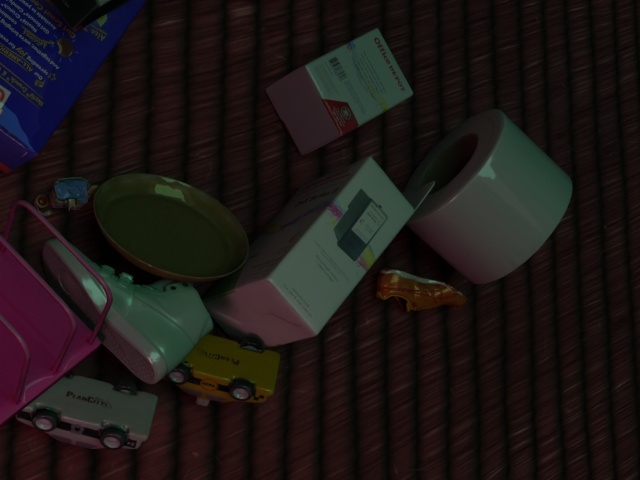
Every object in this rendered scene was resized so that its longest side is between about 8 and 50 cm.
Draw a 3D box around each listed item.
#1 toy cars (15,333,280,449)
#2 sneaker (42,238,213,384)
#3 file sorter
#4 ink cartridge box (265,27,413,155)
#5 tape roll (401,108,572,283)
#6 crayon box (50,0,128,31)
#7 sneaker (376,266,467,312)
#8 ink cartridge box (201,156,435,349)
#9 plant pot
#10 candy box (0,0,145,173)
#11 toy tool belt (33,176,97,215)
[{"bbox_3d":[-0.242,0.217,1.897,0.394,0.087,0.176,-16,52,-34],"label":"toy cars"},{"bbox_3d":[-0.268,0.073,1.897,0.256,0.094,0.151,45,51,10],"label":"sneaker"},{"bbox_3d":[-0.437,0.113,1.709,0.202,0.182,0.291,45,56,7],"label":"file sorter"},{"bbox_3d":[0.032,-0.241,2.174,0.176,0.127,0.128,-31,95,-35],"label":"ink cartridge box"},{"bbox_3d":[0.269,-0.073,2.217,0.169,0.246,0.246,41,59,-19],"label":"tape roll"},{"bbox_3d":[-0.296,-0.449,1.913,0.202,0.081,0.318,53,44,-5],"label":"crayon box"},{"bbox_3d":[0.165,0.090,2.228,0.175,0.064,0.067,14,90,-25],"label":"sneaker"},{"bbox_3d":[0.000,0.000,2.042,0.119,0.207,0.353,50,56,-14],"label":"ink cartridge box"},{"bbox_3d":[-0.219,-0.013,1.943,0.236,0.032,0.236,20,32,-13],"label":"plant pot"},{"bbox_3d":[-0.443,-0.298,1.881,0.268,0.122,0.317,40,57,-18],"label":"candy box"},{"bbox_3d":[-0.364,-0.066,1.915,0.083,0.051,0.052,-13,85,-35],"label":"toy tool belt"}]
